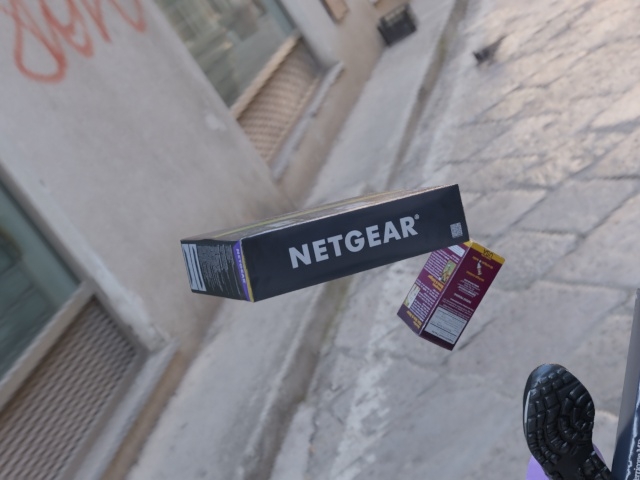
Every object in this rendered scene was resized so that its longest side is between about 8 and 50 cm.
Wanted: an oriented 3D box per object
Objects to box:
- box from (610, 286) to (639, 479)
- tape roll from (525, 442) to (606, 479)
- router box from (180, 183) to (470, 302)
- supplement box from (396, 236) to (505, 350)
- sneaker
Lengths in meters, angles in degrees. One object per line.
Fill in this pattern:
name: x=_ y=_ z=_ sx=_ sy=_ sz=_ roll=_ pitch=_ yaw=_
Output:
box: x=0.491 y=0.201 z=1.275 sx=0.184 sy=0.261 sz=0.103 roll=8 pitch=-4 yaw=9
tape roll: x=0.526 y=0.555 z=2.059 sx=0.090 sy=0.275 sz=0.275 roll=-14 pitch=25 yaw=34
router box: x=0.000 y=0.000 z=1.295 sx=0.308 sy=0.081 sz=0.243 roll=-15 pitch=6 yaw=-23
supplement box: x=0.226 y=0.083 z=1.728 sx=0.188 sy=0.080 sz=0.104 roll=-61 pitch=24 yaw=6
sneaker: x=0.331 y=0.270 z=1.424 sx=0.107 sy=0.283 sz=0.124 roll=-27 pitch=33 yaw=-5
